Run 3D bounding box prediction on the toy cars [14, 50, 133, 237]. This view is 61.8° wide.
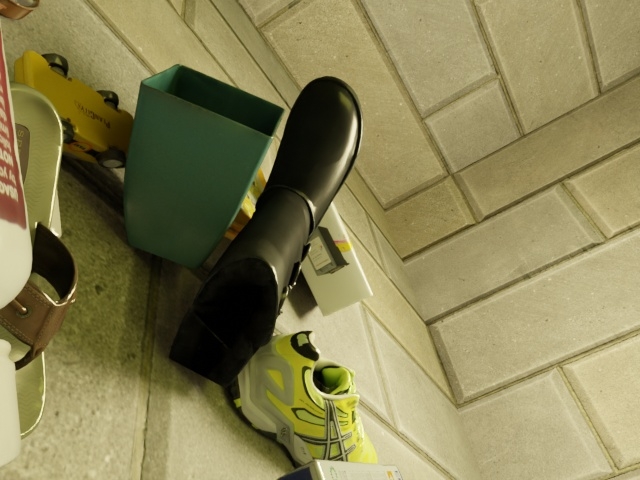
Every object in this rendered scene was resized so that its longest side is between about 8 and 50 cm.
[{"bbox_3d":[-0.326,-0.096,0.577,0.393,0.087,0.176,-79,150,-61],"label":"toy cars"}]

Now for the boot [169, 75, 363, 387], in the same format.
[{"bbox_3d":[-0.062,-0.047,0.824,0.146,0.366,0.445,20,25,5],"label":"boot"}]

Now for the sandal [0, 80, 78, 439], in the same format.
[{"bbox_3d":[-0.251,0.020,0.434,0.120,0.086,0.302,4,90,-71],"label":"sandal"}]

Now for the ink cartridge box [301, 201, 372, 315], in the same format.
[{"bbox_3d":[0.000,0.000,1.268,0.226,0.131,0.306,-89,154,-85],"label":"ink cartridge box"}]

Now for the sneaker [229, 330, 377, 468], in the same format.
[{"bbox_3d":[0.013,0.291,0.876,0.384,0.147,0.145,52,16,-37],"label":"sneaker"}]

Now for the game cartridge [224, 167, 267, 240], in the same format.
[{"bbox_3d":[-0.188,-0.133,1.160,0.285,0.053,0.323,31,35,-63],"label":"game cartridge"}]

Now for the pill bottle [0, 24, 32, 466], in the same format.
[{"bbox_3d":[-0.287,-0.059,0.280,0.224,0.224,0.391,15,61,-70],"label":"pill bottle"}]

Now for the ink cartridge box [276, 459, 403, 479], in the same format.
[{"bbox_3d":[0.084,0.452,0.673,0.330,0.071,0.324,44,20,-57],"label":"ink cartridge box"}]

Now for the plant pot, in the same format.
[{"bbox_3d":[-0.173,-0.092,0.748,0.166,0.234,0.165,21,25,-8],"label":"plant pot"}]

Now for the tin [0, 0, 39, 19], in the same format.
[{"bbox_3d":[-0.457,-0.393,0.766,0.106,0.040,0.189,49,19,-51],"label":"tin"}]
